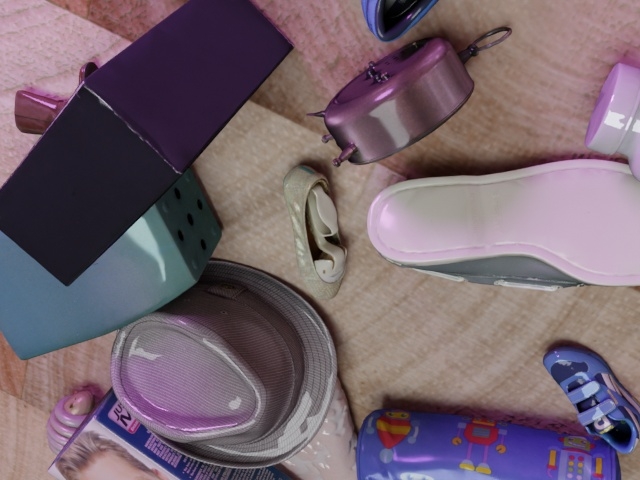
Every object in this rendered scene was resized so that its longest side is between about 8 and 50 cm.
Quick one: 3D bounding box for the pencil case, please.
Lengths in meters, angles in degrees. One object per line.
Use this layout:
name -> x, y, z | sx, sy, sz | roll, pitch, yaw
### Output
pencil case -> 0.189, 0.279, 0.947 | 0.305, 0.119, 0.133 | 4, 107, 18

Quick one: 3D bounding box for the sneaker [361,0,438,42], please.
sneaker -> 0.100, -0.247, 0.634 | 0.069, 0.082, 0.209 | 22, 130, -16

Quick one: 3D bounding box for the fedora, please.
fedora -> -0.128, 0.150, 0.919 | 0.275, 0.124, 0.244 | 26, 98, 11

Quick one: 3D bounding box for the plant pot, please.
plant pot -> -0.243, 0.002, 0.901 | 0.234, 0.166, 0.166 | -13, 118, 19

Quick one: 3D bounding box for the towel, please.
towel -> -0.095, 0.279, 1.099 | 0.316, 0.053, 0.332 | -3, 123, 22

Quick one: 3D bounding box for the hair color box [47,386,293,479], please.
hair color box -> -0.167, 0.335, 1.066 | 0.347, 0.105, 0.174 | 38, 128, -7

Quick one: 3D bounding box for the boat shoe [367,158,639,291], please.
boat shoe -> 0.208, -0.008, 0.779 | 0.319, 0.116, 0.099 | 1, 167, 12

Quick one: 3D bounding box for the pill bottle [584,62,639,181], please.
pill bottle -> 0.320, -0.083, 0.659 | 0.184, 0.103, 0.103 | 19, 128, 7

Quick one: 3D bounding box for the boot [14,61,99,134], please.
boot -> -0.293, -0.155, 0.885 | 0.114, 0.037, 0.107 | 16, 125, 15

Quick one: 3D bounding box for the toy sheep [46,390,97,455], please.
toy sheep -> -0.354, 0.275, 1.172 | 0.091, 0.091, 0.132 | 20, 109, 7

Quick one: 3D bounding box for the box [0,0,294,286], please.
box -> -0.152, -0.105, 0.720 | 0.103, 0.261, 0.184 | 42, 127, -10

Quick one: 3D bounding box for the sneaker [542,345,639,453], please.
sneaker -> 0.298, 0.172, 0.872 | 0.144, 0.059, 0.053 | 42, 129, -9

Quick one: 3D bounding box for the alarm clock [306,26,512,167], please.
alarm clock -> 0.082, -0.136, 0.706 | 0.192, 0.129, 0.064 | -30, 108, 4

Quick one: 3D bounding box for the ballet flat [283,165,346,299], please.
ballet flat -> 0.000, 0.000, 0.861 | 0.052, 0.057, 0.168 | 17, 134, 46
